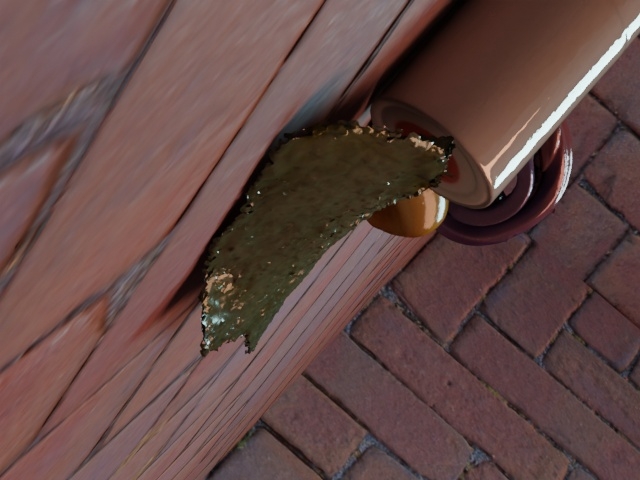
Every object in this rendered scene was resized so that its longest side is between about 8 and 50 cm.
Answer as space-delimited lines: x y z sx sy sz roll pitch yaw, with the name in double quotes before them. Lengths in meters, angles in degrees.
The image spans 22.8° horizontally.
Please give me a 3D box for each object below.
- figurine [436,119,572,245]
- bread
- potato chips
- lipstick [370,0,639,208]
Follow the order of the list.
"figurine" 0.120 -0.083 1.155 0.126 0.114 0.157 -19 -139 23
"bread" 0.046 -0.055 0.978 0.049 0.103 0.062 -34 -148 -31
"potato chips" -0.004 -0.007 0.797 0.167 0.059 0.228 -40 176 3
"lipstick" 0.163 -0.162 0.908 0.327 0.087 0.087 -48 175 -16
